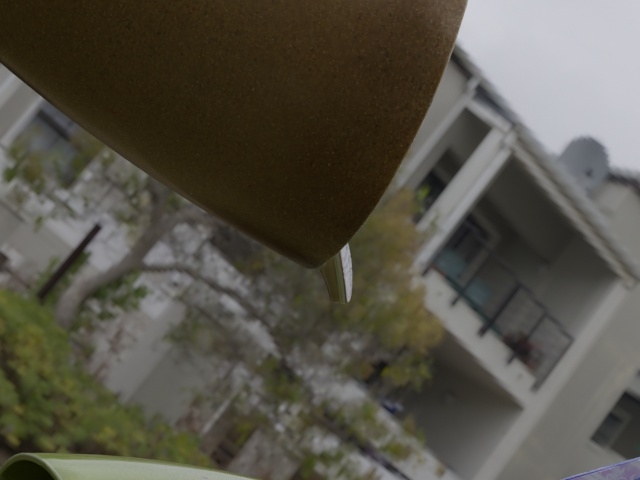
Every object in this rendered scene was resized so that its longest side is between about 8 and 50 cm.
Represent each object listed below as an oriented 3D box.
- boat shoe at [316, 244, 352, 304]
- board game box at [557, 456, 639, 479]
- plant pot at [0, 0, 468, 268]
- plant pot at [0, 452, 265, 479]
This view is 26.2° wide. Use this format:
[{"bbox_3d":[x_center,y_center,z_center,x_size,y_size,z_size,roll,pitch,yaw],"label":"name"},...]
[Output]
[{"bbox_3d":[0.000,0.000,1.360,0.050,0.045,0.135,-55,134,-72],"label":"boat shoe"},{"bbox_3d":[0.232,0.264,1.091,0.318,0.319,0.066,108,-35,-51],"label":"board game box"},{"bbox_3d":[-0.076,-0.139,0.787,0.254,0.237,0.237,23,-8,-15],"label":"plant pot"},{"bbox_3d":[-0.136,0.323,1.310,0.293,0.274,0.275,-2,15,-35],"label":"plant pot"}]
